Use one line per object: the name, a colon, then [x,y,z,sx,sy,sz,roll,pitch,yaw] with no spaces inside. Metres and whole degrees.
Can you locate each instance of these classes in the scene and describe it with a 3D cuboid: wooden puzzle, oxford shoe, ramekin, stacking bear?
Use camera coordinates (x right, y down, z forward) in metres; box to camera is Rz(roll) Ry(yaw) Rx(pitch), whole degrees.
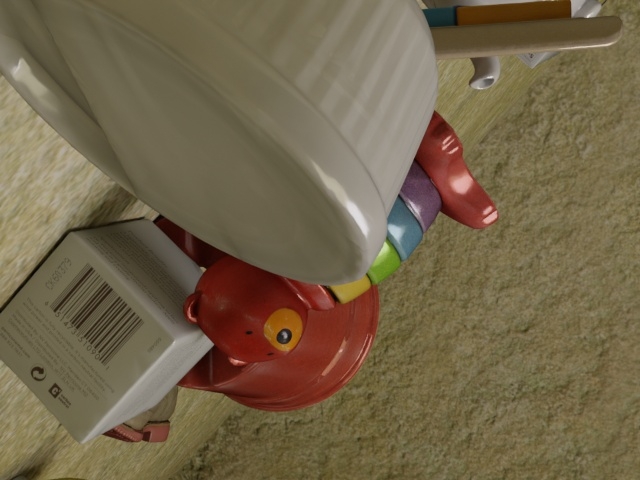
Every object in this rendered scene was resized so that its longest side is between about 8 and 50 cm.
wooden puzzle: [0.139,-0.199,1.138,0.221,0.044,0.238,-5,-168,-6]
oxford shoe: [-0.288,0.217,1.776,0.348,0.123,0.130,59,50,-81]
ramekin: [-0.057,-0.103,0.693,0.127,0.273,0.273,-56,176,-17]
stacking bear: [0.000,0.000,1.176,0.289,0.164,0.175,-44,136,-7]

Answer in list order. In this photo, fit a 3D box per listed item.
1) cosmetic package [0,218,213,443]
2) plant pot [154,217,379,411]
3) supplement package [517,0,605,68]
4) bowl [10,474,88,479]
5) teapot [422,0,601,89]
cosmetic package: [-0.207,0.085,1.242,0.151,0.151,0.184,-47,171,15]
plant pot: [-0.094,0.074,1.455,0.272,0.272,0.265,-46,164,9]
supplement package: [0.351,-0.385,1.742,0.244,0.134,0.139,-50,170,32]
bowl: [-0.449,0.456,1.881,0.289,0.156,0.289,-44,171,-8]
teapot: [0.239,-0.314,1.350,0.256,0.187,0.252,-50,171,25]
